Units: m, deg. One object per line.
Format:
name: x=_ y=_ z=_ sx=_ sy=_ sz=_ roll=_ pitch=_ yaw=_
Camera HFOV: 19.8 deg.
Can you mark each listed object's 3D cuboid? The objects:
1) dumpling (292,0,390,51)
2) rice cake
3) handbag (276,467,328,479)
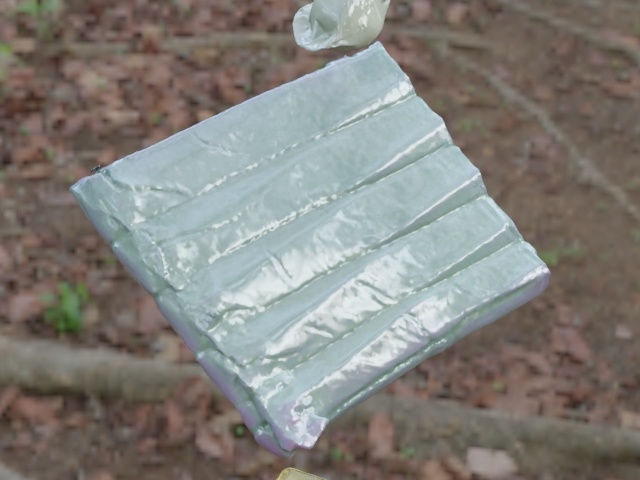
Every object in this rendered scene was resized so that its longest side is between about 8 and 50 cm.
dumpling: x=0.015 y=-0.160 z=1.328 sx=0.052 sy=0.076 sz=0.057 roll=26 pitch=-16 yaw=-31
rice cake: x=0.000 y=0.000 z=0.949 sx=0.198 sy=0.037 sz=0.189 roll=-36 pitch=89 yaw=-29
handbag: x=-0.011 y=0.243 z=1.649 sx=0.083 sy=0.027 sz=0.061 roll=15 pitch=57 yaw=38
